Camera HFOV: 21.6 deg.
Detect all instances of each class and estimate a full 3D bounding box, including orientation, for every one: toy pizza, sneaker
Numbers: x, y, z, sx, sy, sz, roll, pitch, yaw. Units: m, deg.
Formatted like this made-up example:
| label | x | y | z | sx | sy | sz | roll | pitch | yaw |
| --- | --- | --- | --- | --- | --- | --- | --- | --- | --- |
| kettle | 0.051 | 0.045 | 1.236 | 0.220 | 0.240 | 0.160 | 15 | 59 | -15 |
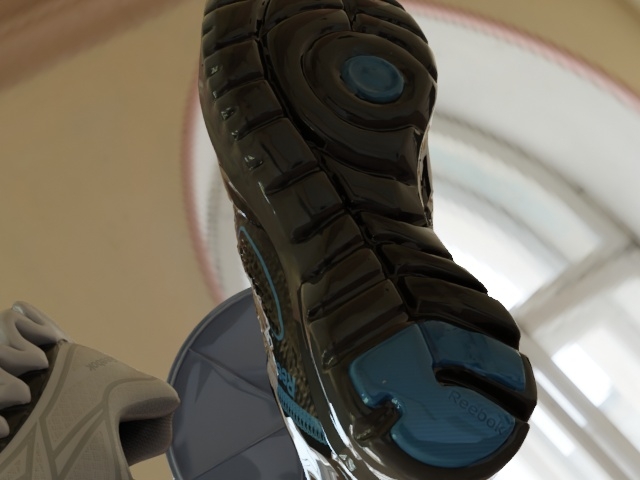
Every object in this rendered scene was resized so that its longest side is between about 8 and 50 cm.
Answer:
| label | x | y | z | sx | sy | sz | roll | pitch | yaw |
| --- | --- | --- | --- | --- | --- | --- | --- | --- | --- |
| toy pizza | -0.012 | 0.126 | 1.187 | 0.201 | 0.201 | 0.032 | -40 | -11 | -6 |
| sneaker | -0.151 | 0.150 | 0.828 | 0.292 | 0.118 | 0.110 | -71 | 2 | -48 |
| sneaker | 0.000 | 0.000 | 0.835 | 0.125 | 0.341 | 0.140 | 1 | -39 | -17 |
